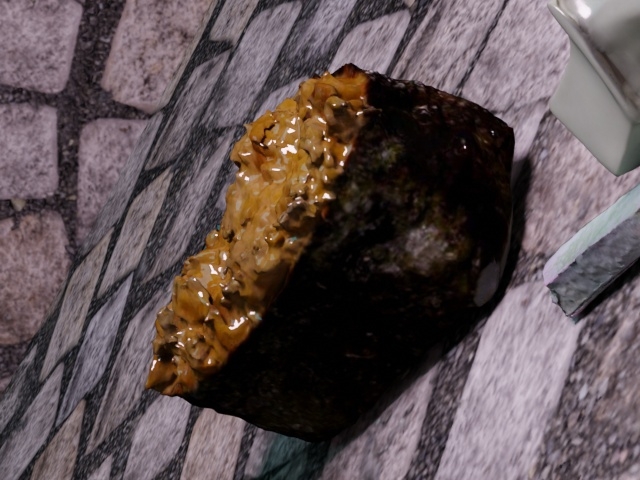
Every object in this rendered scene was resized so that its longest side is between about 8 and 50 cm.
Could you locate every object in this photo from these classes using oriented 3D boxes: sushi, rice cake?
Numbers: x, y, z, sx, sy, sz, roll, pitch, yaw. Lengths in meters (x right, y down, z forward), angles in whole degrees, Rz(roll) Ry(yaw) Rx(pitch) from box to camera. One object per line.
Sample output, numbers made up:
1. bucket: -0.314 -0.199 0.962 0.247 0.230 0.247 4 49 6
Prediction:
1. sushi: 0.000 0.000 1.544 0.348 0.207 0.234 -52 27 36
2. rice cake: 0.211 -0.018 1.245 0.211 0.034 0.043 -45 16 46

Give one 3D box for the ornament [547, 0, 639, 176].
1. ornament: 0.222 -0.152 1.178 0.130 0.120 0.285 -25 -16 -40
